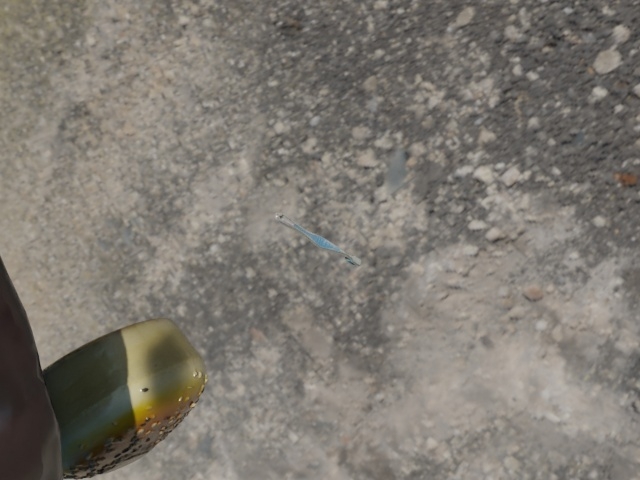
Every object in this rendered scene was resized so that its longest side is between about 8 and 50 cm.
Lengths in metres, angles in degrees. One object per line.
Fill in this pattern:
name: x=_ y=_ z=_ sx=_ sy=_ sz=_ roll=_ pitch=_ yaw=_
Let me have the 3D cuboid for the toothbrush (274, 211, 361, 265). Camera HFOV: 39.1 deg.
toothbrush: x=0.000 y=0.000 z=1.083 sx=0.017 sy=0.014 sz=0.162 roll=-2 pitch=158 yaw=39

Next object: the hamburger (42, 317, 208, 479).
hamburger: x=-0.143 y=0.114 z=0.627 sx=0.141 sy=0.127 sz=0.081 roll=-32 pitch=79 yaw=27

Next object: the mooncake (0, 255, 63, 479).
mooncake: x=-0.256 y=0.061 z=0.448 sx=0.283 sy=0.141 sz=0.282 roll=26 pitch=128 yaw=37
